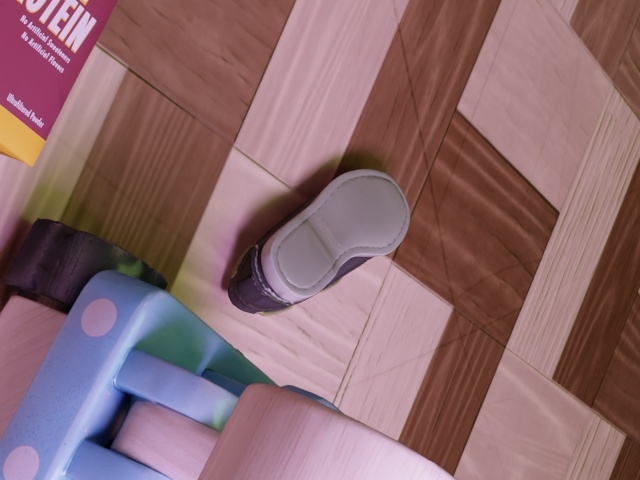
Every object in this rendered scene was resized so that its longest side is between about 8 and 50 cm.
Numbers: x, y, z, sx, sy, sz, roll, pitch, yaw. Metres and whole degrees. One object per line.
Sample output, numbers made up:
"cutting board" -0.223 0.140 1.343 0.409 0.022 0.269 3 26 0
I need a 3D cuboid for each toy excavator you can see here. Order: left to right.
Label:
"toy excavator" -0.064 0.147 1.124 0.222 0.445 0.433 -64 149 -14

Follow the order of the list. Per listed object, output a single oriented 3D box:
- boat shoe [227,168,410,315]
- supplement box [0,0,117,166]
"boat shoe" 0.000 0.000 1.527 0.227 0.068 0.081 -31 92 -53
"supplement box" -0.217 -0.171 0.949 0.191 0.194 0.129 -65 149 -11
